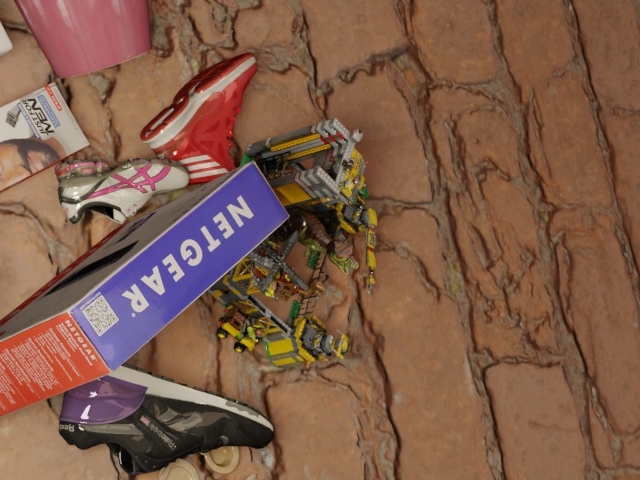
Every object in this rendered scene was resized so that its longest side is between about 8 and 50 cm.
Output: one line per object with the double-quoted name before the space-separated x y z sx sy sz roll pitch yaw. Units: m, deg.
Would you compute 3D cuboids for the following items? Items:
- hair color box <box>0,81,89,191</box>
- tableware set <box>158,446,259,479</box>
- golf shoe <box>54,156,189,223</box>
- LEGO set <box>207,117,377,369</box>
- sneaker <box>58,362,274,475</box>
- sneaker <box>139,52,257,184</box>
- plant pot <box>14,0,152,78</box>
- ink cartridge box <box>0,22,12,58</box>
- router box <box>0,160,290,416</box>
"hair color box" -0.376 -0.120 1.929 0.167 0.053 0.093 -35 98 -43
"tableware set" -0.129 0.322 1.995 0.169 0.020 0.141 56 47 -10
"golf shoe" -0.251 -0.062 2.012 0.186 0.067 0.086 -5 82 -33
"LEGO set" 0.000 0.000 2.095 0.255 0.192 0.331 50 46 -28
"sneaker" -0.194 0.235 1.933 0.283 0.107 0.124 21 77 -28
"sneaker" -0.143 -0.154 2.145 0.221 0.087 0.128 -44 114 -31
"plant pot" -0.300 -0.310 1.989 0.201 0.201 0.180 -29 108 -44
"ink cartridge box" -0.499 -0.253 1.844 0.219 0.092 0.160 -28 92 -44
"router box" -0.239 0.061 1.807 0.082 0.301 0.335 56 46 -10
